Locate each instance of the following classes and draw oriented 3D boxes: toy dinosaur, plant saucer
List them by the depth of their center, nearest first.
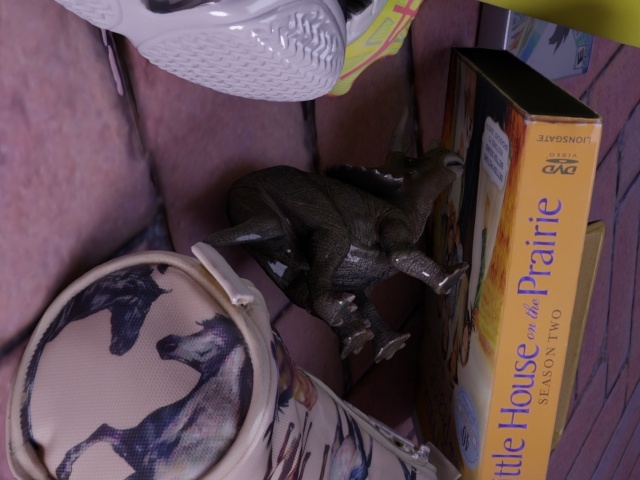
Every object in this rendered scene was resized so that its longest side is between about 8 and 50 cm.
[{"bbox_3d":[0.000,0.000,0.710,0.313,0.160,0.121,-9,140,-46],"label":"toy dinosaur"},{"bbox_3d":[0.249,0.142,1.240,0.333,0.081,0.333,-14,115,-56],"label":"plant saucer"}]

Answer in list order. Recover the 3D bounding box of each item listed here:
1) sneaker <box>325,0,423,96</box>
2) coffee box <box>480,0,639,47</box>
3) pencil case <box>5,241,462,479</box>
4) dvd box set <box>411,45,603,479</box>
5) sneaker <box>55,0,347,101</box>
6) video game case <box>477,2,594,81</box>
[{"bbox_3d":[0.043,-0.188,0.745,0.208,0.081,0.094,-47,149,-31],"label":"sneaker"},{"bbox_3d":[0.331,-0.369,0.750,0.334,0.337,0.338,-58,158,-28],"label":"coffee box"},{"bbox_3d":[-0.035,0.154,0.673,0.183,0.160,0.410,-51,146,-9],"label":"pencil case"},{"bbox_3d":[0.149,0.057,0.888,0.307,0.062,0.420,-98,-169,-69],"label":"dvd box set"},{"bbox_3d":[-0.084,-0.223,0.449,0.366,0.137,0.210,32,69,-56],"label":"sneaker"},{"bbox_3d":[0.263,-0.338,1.077,0.300,0.036,0.329,-22,122,-55],"label":"video game case"}]
